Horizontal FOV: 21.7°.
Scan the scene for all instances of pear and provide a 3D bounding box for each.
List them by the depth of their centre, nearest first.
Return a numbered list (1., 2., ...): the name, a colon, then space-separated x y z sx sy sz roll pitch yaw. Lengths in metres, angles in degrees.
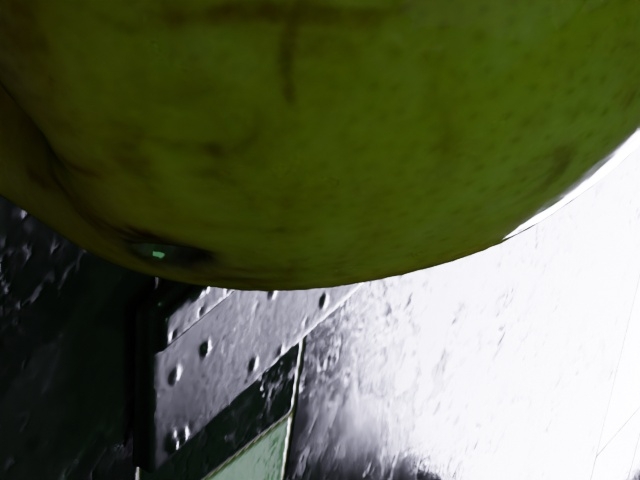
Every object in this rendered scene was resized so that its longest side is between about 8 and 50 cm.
1. pear: -0.003 -0.122 0.456 0.281 0.281 0.281 -46 147 -42

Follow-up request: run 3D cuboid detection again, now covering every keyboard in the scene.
1. keyboard: 0.000 0.000 0.851 0.310 0.018 0.101 -40 144 -48
